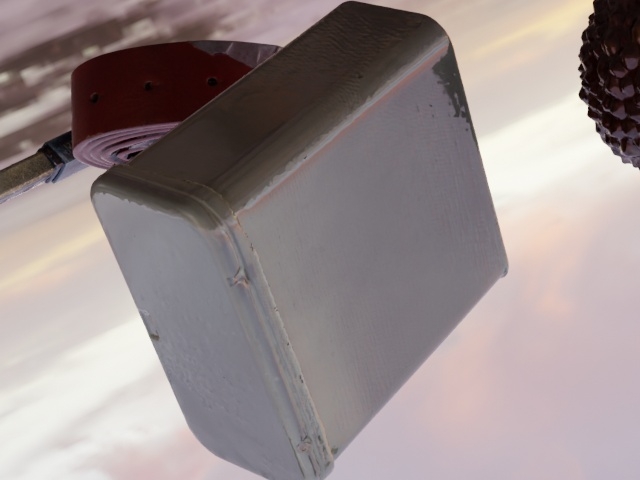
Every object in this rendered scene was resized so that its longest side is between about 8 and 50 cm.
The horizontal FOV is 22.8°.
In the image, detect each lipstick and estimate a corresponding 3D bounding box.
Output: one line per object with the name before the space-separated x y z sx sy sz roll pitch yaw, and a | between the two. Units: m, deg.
lipstick | -0.425 -0.095 2.284 0.051 0.051 0.312 -47 172 37

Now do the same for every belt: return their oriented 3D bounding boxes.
belt | -0.152 -0.165 1.995 0.324 0.115 0.227 -4 168 6

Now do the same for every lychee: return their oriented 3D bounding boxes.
lychee | 0.400 -0.198 1.620 0.300 0.264 0.264 -44 -171 -12

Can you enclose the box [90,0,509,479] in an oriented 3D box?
box | 0.000 0.000 1.541 0.177 0.352 0.344 19 -131 42
